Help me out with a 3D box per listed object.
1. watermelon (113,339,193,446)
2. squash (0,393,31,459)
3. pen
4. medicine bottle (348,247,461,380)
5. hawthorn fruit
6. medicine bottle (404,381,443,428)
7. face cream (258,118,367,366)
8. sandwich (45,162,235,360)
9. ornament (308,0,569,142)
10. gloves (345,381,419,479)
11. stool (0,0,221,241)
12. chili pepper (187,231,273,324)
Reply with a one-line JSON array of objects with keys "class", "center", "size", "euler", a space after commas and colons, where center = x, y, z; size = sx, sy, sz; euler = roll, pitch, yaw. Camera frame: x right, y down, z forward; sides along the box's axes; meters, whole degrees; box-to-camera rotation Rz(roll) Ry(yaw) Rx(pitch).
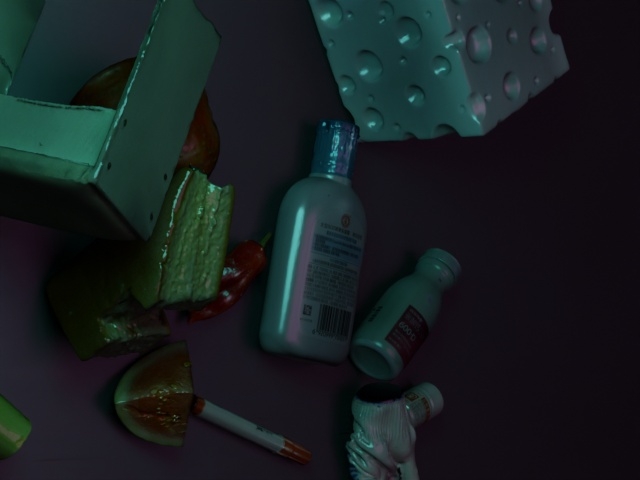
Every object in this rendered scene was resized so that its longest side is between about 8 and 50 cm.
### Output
[{"class": "watermelon", "center": [-0.188, 0.181, 1.800], "size": [0.125, 0.094, 0.135], "euler": [36, 61, -32]}, {"class": "squash", "center": [-0.417, 0.146, 1.560], "size": [0.250, 0.083, 0.083], "euler": [51, 56, -34]}, {"class": "pen", "center": [-0.095, 0.257, 1.947], "size": [0.239, 0.028, 0.028], "euler": [32, 68, -42]}, {"class": "medicine bottle", "center": [0.130, 0.105, 2.137], "size": [0.217, 0.090, 0.090], "euler": [-50, 125, -34]}, {"class": "hawthorn fruit", "center": [-0.223, -0.123, 1.706], "size": [0.200, 0.179, 0.179], "euler": [-21, 106, -32]}, {"class": "medicine bottle", "center": [0.138, 0.253, 2.173], "size": [0.089, 0.057, 0.057], "euler": [-23, 107, -45]}, {"class": "face cream", "center": [0.000, 0.000, 2.004], "size": [0.163, 0.080, 0.337], "euler": [17, 78, -48]}, {"class": "sandwich", "center": [-0.193, 0.031, 1.683], "size": [0.122, 0.235, 0.128], "euler": [9, 46, -56]}, {"class": "ornament", "center": [0.170, -0.296, 2.064], "size": [0.239, 0.239, 0.240], "euler": [-38, 117, -40]}, {"class": "gloves", "center": [0.094, 0.318, 2.101], "size": [0.119, 0.097, 0.229], "euler": [-15, 100, -33]}, {"class": "stool", "center": [-0.278, -0.163, 1.552], "size": [0.170, 0.243, 0.270], "euler": [60, 45, -66]}, {"class": "chili pepper", "center": [-0.116, 0.045, 1.904], "size": [0.191, 0.050, 0.059], "euler": [-49, 131, -33]}]
